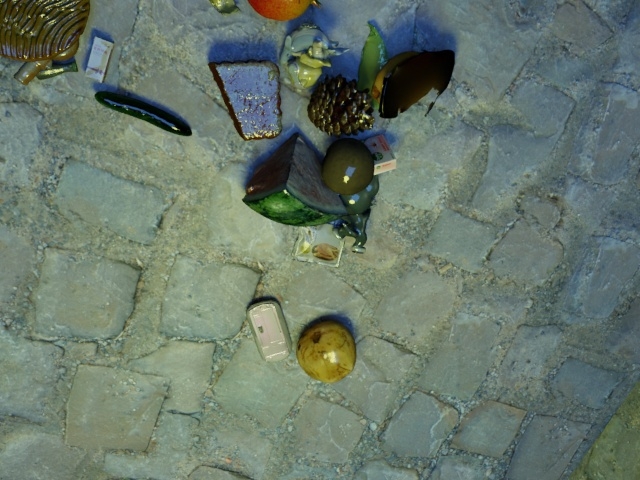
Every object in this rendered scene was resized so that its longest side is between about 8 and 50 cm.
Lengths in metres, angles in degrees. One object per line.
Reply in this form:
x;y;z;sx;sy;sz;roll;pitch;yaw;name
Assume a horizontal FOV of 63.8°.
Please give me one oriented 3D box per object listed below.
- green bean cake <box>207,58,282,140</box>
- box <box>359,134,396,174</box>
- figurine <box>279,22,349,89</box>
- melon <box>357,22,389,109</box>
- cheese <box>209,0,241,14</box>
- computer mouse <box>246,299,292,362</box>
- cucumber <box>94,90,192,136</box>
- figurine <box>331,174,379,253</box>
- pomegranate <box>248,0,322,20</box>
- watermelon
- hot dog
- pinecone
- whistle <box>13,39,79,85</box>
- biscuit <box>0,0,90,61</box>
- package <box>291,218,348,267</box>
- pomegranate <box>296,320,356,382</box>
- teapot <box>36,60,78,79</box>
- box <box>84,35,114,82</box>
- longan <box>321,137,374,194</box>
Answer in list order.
-0.212;-0.411;1.508;0.199;0.097;0.232;-9;111;-9;green bean cake
0.177;-0.270;1.619;0.089;0.125;0.043;-18;144;-5;box
-0.028;-0.527;1.474;0.209;0.128;0.183;7;114;30;figurine
0.159;-0.525;1.577;0.114;0.053;0.261;1;107;8;melon
-0.266;-0.660;1.439;0.060;0.041;0.084;-38;100;-4;cheese
-0.178;0.316;1.800;0.126;0.056;0.245;-18;112;-4;computer mouse
-0.506;-0.369;1.492;0.284;0.056;0.056;19;105;-21;cucumber
0.091;-0.092;1.659;0.193;0.140;0.265;1;84;5;figurine
-0.089;-0.701;1.371;0.257;0.221;0.220;6;109;-21;pomegranate
-0.072;-0.153;1.584;0.292;0.283;0.250;-57;131;-29;watermelon
0.256;-0.470;1.537;0.326;0.107;0.194;-20;124;-39;hot dog
0.067;-0.389;1.518;0.205;0.184;0.179;15;137;-10;pinecone
-0.731;-0.506;1.372;0.107;0.057;0.220;40;81;-13;whistle
-0.758;-0.618;1.317;0.318;0.040;0.317;-1;94;-9;biscuit
0.000;0.000;1.734;0.171;0.027;0.173;11;105;-12;package
0.030;0.391;1.799;0.215;0.215;0.215;-4;110;-10;pomegranate
-0.726;-0.472;1.419;0.111;0.043;0.042;-12;111;-9;teapot
-0.614;-0.502;1.431;0.051;0.036;0.117;16;106;-17;box
0.081;-0.221;1.527;0.168;0.187;0.167;-10;137;-10;longan
